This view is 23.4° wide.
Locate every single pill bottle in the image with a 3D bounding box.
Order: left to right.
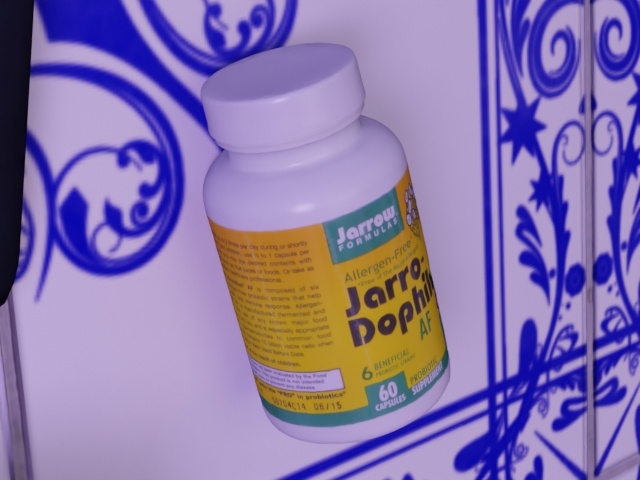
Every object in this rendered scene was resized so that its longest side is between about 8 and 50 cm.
[{"bbox_3d":[0.000,0.000,0.877,0.117,0.118,0.208,-32,120,-35],"label":"pill bottle"}]

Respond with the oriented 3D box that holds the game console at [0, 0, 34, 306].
[{"bbox_3d":[-0.266,-0.095,0.598,0.386,0.060,0.342,-14,112,-48],"label":"game console"}]
